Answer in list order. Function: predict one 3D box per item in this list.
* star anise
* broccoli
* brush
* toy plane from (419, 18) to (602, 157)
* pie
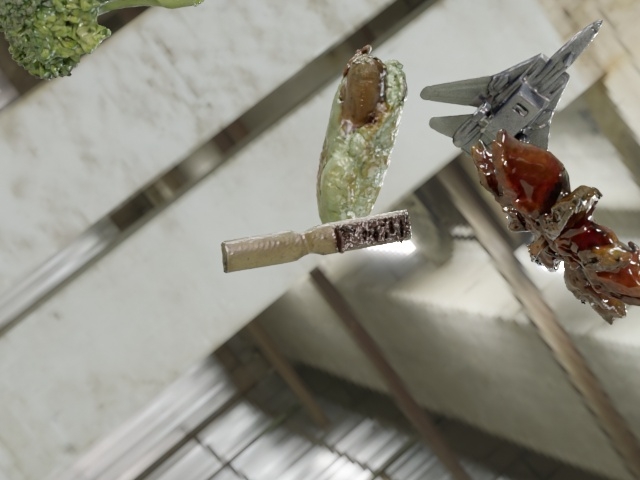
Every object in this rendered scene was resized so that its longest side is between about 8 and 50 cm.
[{"bbox_3d":[0.262,-0.011,1.496,0.288,0.088,0.288,44,-9,9],"label":"star anise"},{"bbox_3d":[-0.279,-0.328,1.589,0.260,0.288,0.235,-2,-16,32],"label":"broccoli"},{"bbox_3d":[0.000,0.000,1.675,0.036,0.248,0.043,177,-96,-69],"label":"brush"},{"bbox_3d":[0.274,-0.190,1.811,0.212,0.088,0.267,38,-47,-9],"label":"toy plane"},{"bbox_3d":[0.060,-0.135,2.026,0.105,0.274,0.257,14,-1,8],"label":"pie"}]
